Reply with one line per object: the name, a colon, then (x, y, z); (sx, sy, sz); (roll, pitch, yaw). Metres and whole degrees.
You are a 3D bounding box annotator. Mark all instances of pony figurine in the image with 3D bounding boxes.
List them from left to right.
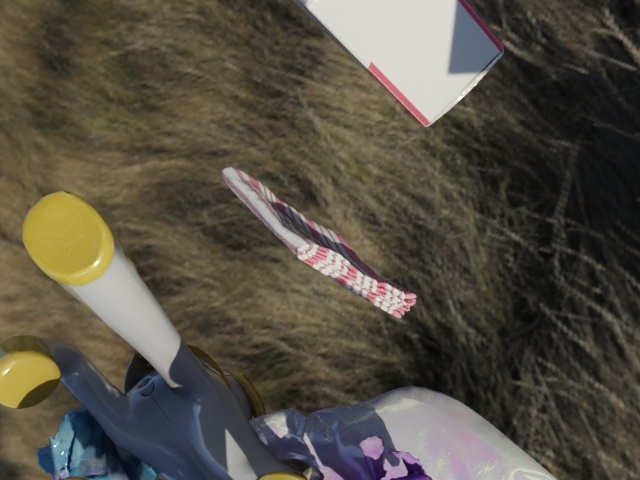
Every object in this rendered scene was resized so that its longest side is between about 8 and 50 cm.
pony figurine: (-0.037, 0.161, 0.619); (0.351, 0.303, 0.363); (47, 176, 20)

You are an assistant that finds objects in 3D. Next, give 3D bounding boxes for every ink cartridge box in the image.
ink cartridge box: (0.033, -0.270, 1.031); (0.207, 0.117, 0.283); (38, -169, -39)

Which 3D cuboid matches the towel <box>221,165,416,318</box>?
towel: (0.000, 0.000, 0.958); (0.029, 0.197, 0.144); (-51, 50, 5)
